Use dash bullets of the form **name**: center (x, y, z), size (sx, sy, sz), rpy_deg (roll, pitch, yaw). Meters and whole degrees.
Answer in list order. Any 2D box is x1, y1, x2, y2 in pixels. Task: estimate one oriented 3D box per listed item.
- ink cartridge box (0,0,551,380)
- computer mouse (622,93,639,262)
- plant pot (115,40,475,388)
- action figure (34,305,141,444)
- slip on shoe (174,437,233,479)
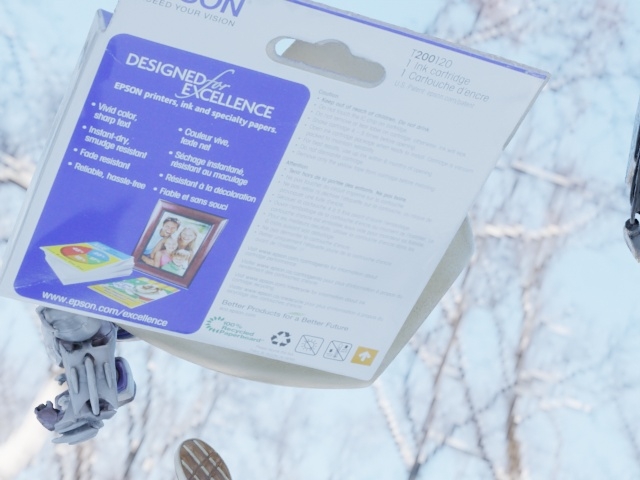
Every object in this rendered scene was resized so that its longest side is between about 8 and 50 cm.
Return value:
- **ink cartridge box**: center (-0.026, -0.036, 0.845), size (0.206, 0.045, 0.208), rpy_deg (15, -54, -20)
- **computer mouse**: center (0.296, -0.063, 1.507), size (0.060, 0.184, 0.262), rpy_deg (9, -12, 8)
- **plant pot**: center (0.000, 0.000, 1.294), size (0.191, 0.284, 0.284), rpy_deg (38, -33, 3)
- **action figure**: center (-0.205, 0.085, 1.503), size (0.099, 0.185, 0.285), rpy_deg (0, -13, 2)
- **slip on shoe**: center (-0.096, 0.247, 1.633), size (0.135, 0.051, 0.041), rpy_deg (52, -41, 16)
